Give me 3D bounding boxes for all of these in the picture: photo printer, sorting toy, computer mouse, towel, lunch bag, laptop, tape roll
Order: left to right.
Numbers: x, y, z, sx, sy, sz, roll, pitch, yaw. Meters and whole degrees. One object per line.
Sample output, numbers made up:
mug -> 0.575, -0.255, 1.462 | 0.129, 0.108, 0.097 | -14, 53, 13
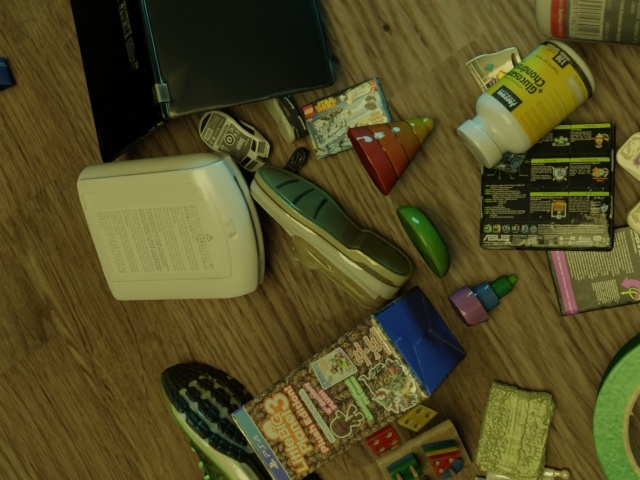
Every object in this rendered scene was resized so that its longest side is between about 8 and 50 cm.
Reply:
lunch bag -> -0.646, -0.315, 1.591 | 0.098, 0.067, 0.065 | -15, 92, 25
photo printer -> -0.244, -0.021, 1.422 | 0.307, 0.107, 0.256 | -4, 112, 26
laptop -> -0.225, -0.372, 1.407 | 0.408, 0.236, 0.382 | -19, 81, 52
computer mouse -> -0.119, -0.159, 1.414 | 0.193, 0.042, 0.106 | 36, 115, 8
sorting toy -> 0.168, 0.354, 1.300 | 0.132, 0.274, 0.046 | -29, 42, -1
sorting toy -> 0.186, -0.046, 1.282 | 0.126, 0.127, 0.366 | -33, 92, -1
sorting toy -> 0.271, -0.247, 1.239 | 0.075, 0.045, 0.083 | -32, 85, 16
towel -> 0.306, 0.302, 1.310 | 0.110, 0.027, 0.148 | 10, 95, 22
tape roll -> 0.557, 0.267, 1.181 | 0.321, 0.077, 0.321 | 4, 100, 23

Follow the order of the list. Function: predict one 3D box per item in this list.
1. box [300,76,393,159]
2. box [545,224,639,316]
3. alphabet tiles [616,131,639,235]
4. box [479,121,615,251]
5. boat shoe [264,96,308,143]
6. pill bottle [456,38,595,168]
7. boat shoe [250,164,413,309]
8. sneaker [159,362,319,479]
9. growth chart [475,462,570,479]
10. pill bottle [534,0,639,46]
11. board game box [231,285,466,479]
box -> 0.044, -0.197, 1.346 | 0.137, 0.027, 0.094 | -17, 93, 24
box -> 0.424, 0.042, 1.226 | 0.162, 0.029, 0.116 | -13, 94, 25
alphabet tiles -> 0.564, -0.088, 1.131 | 0.278, 0.021, 0.284 | 42, 105, 5
box -> 0.331, -0.078, 1.217 | 0.190, 0.045, 0.184 | 0, 82, 22
boat shoe -> -0.061, -0.222, 1.380 | 0.125, 0.038, 0.046 | 61, 159, 13
pill bottle -> 0.286, -0.188, 1.172 | 0.184, 0.103, 0.103 | -40, 82, 2
boat shoe -> 0.000, 0.000, 1.344 | 0.302, 0.113, 0.103 | 38, 123, 9
sneaker -> -0.168, 0.405, 1.474 | 0.410, 0.158, 0.182 | 50, 124, 12
growth chart -> 0.300, 0.463, 1.348 | 0.171, 0.021, 0.237 | 10, 102, 21
pill bottle -> 0.471, -0.345, 1.047 | 0.362, 0.210, 0.210 | 11, 102, 20
board game box -> 0.051, 0.224, 1.299 | 0.291, 0.232, 0.141 | -38, 82, 23
